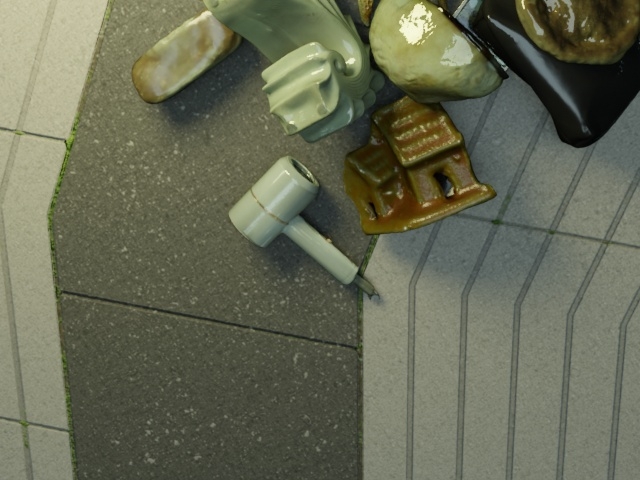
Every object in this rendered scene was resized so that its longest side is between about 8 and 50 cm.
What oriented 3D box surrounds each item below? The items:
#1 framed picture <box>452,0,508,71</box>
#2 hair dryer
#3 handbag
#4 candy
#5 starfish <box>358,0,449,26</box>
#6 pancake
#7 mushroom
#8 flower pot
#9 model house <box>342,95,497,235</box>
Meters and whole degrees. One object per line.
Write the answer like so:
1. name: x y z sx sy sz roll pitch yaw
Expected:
1. framed picture: 0.327 -0.407 1.792 0.149 0.011 0.109 34 107 -5
2. hair dryer: 0.000 0.000 1.914 0.357 0.107 0.173 41 107 -17
3. handbag: 0.474 -0.381 1.723 0.288 0.152 0.342 -41 100 -1
4. candy: -0.257 -0.358 1.809 0.234 0.104 0.102 -31 102 13
5. starfish: 0.154 -0.583 1.727 0.347 0.078 0.358 -40 100 12
6. pancake: 0.454 -0.410 1.632 0.236 0.042 0.222 39 77 -9
7. mushroom: 0.191 -0.334 1.682 0.267 0.189 0.164 45 106 1
8. flower pot: -0.046 -0.370 1.701 0.165 0.254 0.367 -27 102 34
9. model house: 0.164 -0.146 1.801 0.268 0.173 0.239 -23 104 9
